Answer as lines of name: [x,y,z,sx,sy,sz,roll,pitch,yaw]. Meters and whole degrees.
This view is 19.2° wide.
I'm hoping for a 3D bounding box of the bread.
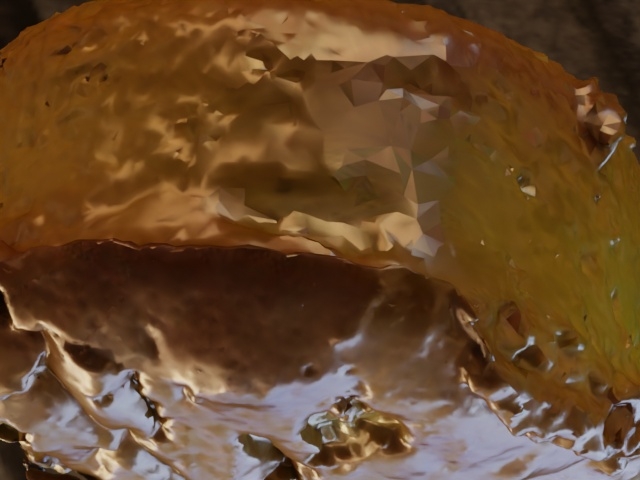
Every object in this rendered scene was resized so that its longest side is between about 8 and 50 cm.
bread: [0.004,0.003,0.592,0.261,0.147,0.160,14,-120,-8]
